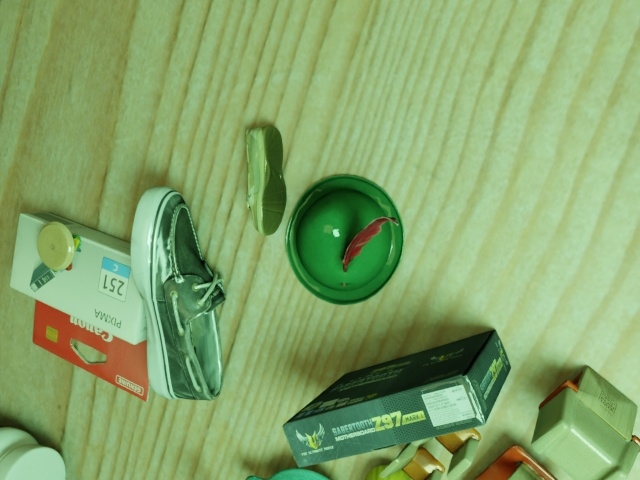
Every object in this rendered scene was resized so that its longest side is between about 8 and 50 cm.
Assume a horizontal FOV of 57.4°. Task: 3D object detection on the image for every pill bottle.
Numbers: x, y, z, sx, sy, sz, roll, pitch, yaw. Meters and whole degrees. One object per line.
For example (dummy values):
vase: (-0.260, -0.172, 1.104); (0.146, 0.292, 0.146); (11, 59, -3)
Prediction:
pill bottle: (-0.638, 0.431, 1.085); (0.318, 0.176, 0.176); (-1, 96, 26)

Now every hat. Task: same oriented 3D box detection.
hat: (0.000, 0.000, 0.720); (0.173, 0.183, 0.208); (41, 111, 16)

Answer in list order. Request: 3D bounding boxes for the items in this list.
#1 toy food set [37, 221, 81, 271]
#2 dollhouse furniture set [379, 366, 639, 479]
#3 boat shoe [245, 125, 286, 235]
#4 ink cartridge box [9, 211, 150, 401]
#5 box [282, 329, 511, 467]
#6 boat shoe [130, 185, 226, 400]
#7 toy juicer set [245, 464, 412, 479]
toy food set: (-0.427, 0.011, 0.948); (0.082, 0.020, 0.083); (38, 108, 17)
dollhouse furniture set: (0.250, 0.281, 0.689); (0.262, 0.135, 0.259); (42, 123, 16)
boat shoe: (-0.083, -0.084, 0.825); (0.048, 0.056, 0.153); (1, 95, 35)
ink cartridge box: (-0.404, 0.114, 0.996); (0.296, 0.066, 0.261); (18, 103, 23)
box: (0.096, 0.184, 0.697); (0.232, 0.183, 0.059); (-23, 86, 27)
boat shoe: (-0.195, 0.083, 0.876); (0.119, 0.121, 0.335); (3, 109, 18)
toy juicer set: (-0.017, 0.423, 0.843); (0.329, 0.089, 0.209); (-7, 106, 18)
